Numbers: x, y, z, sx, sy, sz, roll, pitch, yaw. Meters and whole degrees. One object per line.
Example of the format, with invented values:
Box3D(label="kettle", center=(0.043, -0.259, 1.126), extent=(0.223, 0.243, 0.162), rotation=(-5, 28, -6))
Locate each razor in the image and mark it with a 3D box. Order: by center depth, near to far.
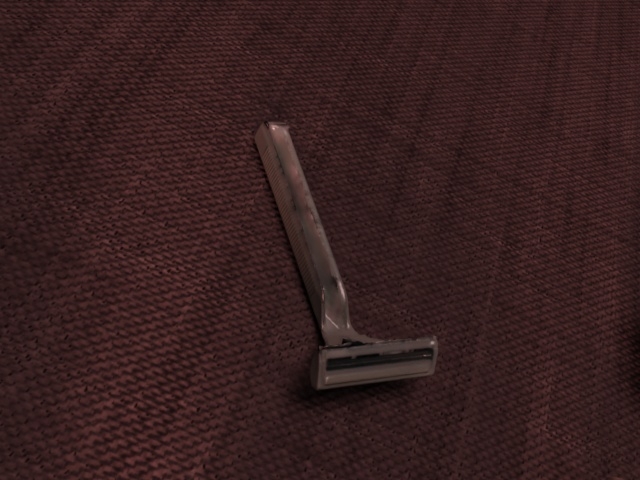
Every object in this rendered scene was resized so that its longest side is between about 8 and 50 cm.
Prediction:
Box3D(label="razor", center=(-0.004, 0.006, 0.718), extent=(0.111, 0.056, 0.278), rotation=(-1, 49, -30))

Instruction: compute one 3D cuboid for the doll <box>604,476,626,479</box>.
Box3D(label="doll", center=(0.396, 0.319, 0.617), extent=(0.423, 0.161, 0.348), rotation=(10, 34, -30))
